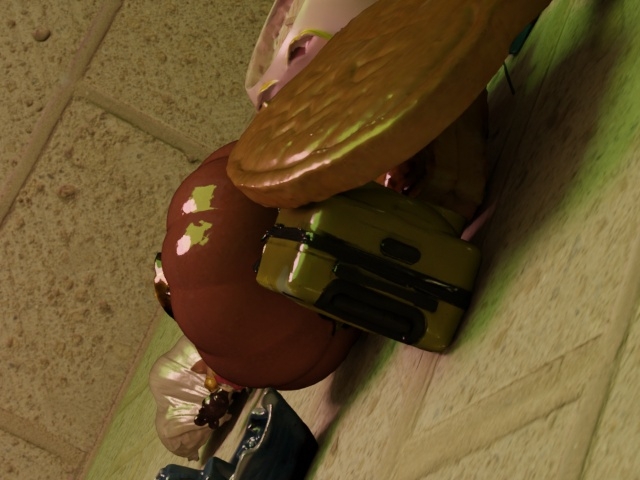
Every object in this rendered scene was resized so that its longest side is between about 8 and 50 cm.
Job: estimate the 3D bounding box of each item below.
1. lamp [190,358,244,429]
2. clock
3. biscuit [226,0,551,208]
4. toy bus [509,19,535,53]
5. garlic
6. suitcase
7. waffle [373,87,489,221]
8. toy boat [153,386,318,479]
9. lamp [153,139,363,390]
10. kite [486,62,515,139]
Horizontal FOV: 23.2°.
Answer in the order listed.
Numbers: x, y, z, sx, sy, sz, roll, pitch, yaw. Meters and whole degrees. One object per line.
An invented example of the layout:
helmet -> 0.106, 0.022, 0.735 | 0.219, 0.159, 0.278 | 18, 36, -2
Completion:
lamp -> -0.118, 0.156, 2.295 | 0.253, 0.118, 0.118 | -65, 10, 0
clock -> 0.061, -0.317, 2.314 | 0.368, 0.250, 0.376 | -54, 19, 41
biscuit -> 0.057, -0.170, 1.577 | 0.365, 0.062, 0.385 | -48, 20, -23
toy bus -> 0.207, -0.289, 1.956 | 0.106, 0.090, 0.185 | -64, 10, 3
garlic -> -0.188, 0.217, 2.418 | 0.229, 0.143, 0.178 | -55, 7, -13
suitcase -> 0.048, 0.016, 1.595 | 0.235, 0.194, 0.143 | -171, 103, -76
waffle -> 0.111, -0.128, 1.797 | 0.213, 0.091, 0.308 | 129, 151, -50
toy boat -> -0.120, 0.295, 1.835 | 0.309, 0.142, 0.129 | -58, 12, 23
lamp -> -0.076, 0.031, 1.851 | 0.239, 0.305, 0.305 | -9, 41, 28
kite -> 0.183, -0.184, 1.837 | 0.183, 0.010, 0.160 | 122, 146, -50
